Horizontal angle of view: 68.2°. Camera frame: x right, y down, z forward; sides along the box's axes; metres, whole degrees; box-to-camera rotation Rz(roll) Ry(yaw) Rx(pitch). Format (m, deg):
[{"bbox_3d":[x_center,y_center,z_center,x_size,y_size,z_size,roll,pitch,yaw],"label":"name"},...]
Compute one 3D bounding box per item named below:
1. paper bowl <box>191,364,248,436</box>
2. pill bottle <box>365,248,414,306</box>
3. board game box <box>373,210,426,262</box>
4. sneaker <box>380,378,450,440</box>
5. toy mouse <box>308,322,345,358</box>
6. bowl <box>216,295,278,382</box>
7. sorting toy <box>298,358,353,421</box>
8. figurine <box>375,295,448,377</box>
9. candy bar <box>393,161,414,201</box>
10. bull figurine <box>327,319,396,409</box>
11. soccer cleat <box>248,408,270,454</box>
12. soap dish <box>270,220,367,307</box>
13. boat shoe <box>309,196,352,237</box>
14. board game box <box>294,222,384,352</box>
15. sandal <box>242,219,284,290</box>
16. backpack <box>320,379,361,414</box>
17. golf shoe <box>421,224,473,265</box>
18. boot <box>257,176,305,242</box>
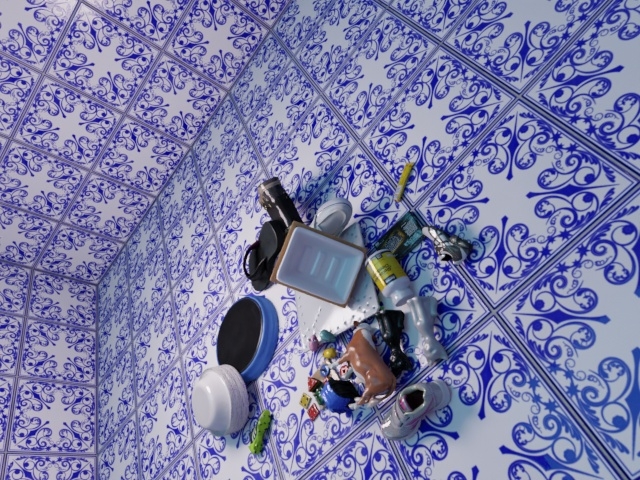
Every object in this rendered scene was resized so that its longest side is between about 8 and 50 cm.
[{"bbox_3d":[-0.439,0.679,1.995,0.284,0.148,0.284,3,93,48],"label":"paper bowl"},{"bbox_3d":[0.236,0.127,1.589,0.103,0.103,0.184,-45,58,24],"label":"pill bottle"},{"bbox_3d":[0.281,0.000,1.677,0.186,0.026,0.126,-46,44,23],"label":"board game box"},{"bbox_3d":[0.255,0.491,1.386,0.252,0.111,0.103,-51,41,18],"label":"sneaker"},{"bbox_3d":[0.000,0.371,1.725,0.161,0.031,0.143,-21,94,32],"label":"toy mouse"},{"bbox_3d":[-0.341,0.435,2.127,0.391,0.077,0.391,-25,53,39],"label":"bowl"},{"bbox_3d":[0.000,0.524,1.715,0.274,0.046,0.132,-54,40,15],"label":"sorting toy"},{"bbox_3d":[0.288,0.302,1.480,0.215,0.092,0.209,-30,59,36],"label":"figurine"},{"bbox_3d":[0.309,-0.219,1.764,0.040,0.018,0.161,13,82,55],"label":"candy bar"},{"bbox_3d":[0.135,0.406,1.546,0.188,0.101,0.310,-49,32,10],"label":"bull figurine"},{"bbox_3d":[-0.247,0.752,1.871,0.072,0.060,0.179,9,81,52],"label":"soccer cleat"},{"bbox_3d":[-0.007,0.086,1.696,0.118,0.291,0.229,-170,101,-81],"label":"soap dish"},{"bbox_3d":[-0.008,-0.003,1.822,0.367,0.136,0.156,-43,28,28],"label":"boat shoe"},{"bbox_3d":[0.053,0.185,1.825,0.390,0.050,0.390,-36,48,32],"label":"board game box"},{"bbox_3d":[-0.276,0.074,2.076,0.167,0.107,0.446,56,145,26],"label":"sandal"},{"bbox_3d":[0.061,0.527,1.584,0.101,0.120,0.098,-59,40,8],"label":"backpack"},{"bbox_3d":[0.386,0.013,1.511,0.198,0.077,0.094,33,97,52],"label":"golf shoe"},{"bbox_3d":[-0.157,-0.105,2.103,0.138,0.377,0.284,-28,81,-8],"label":"boot"}]
